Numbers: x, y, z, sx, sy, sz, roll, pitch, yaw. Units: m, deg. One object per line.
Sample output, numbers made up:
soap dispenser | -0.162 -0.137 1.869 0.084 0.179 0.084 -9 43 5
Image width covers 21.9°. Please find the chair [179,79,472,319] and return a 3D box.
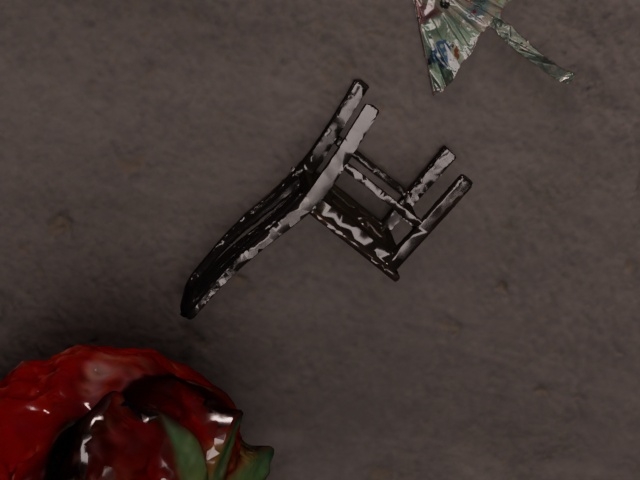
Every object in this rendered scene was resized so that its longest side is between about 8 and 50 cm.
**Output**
chair | 0.000 0.000 1.193 0.101 0.084 0.212 36 103 -15

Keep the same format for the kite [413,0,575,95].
kite | 0.123 -0.159 1.185 0.156 0.011 0.139 35 106 -18

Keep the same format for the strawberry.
strawberry | -0.174 0.216 1.183 0.291 0.310 0.292 -3 96 -33
